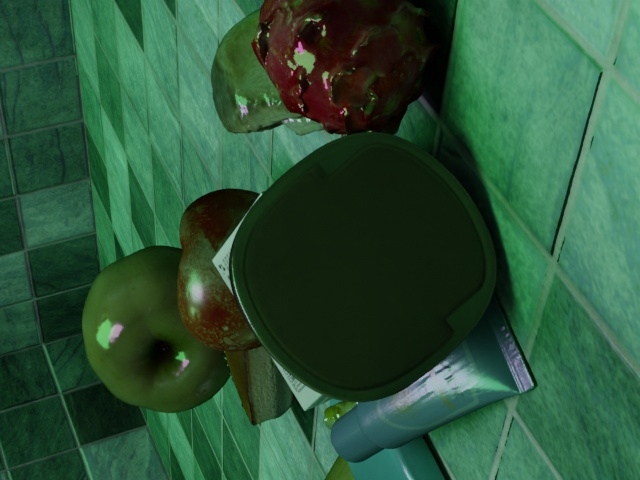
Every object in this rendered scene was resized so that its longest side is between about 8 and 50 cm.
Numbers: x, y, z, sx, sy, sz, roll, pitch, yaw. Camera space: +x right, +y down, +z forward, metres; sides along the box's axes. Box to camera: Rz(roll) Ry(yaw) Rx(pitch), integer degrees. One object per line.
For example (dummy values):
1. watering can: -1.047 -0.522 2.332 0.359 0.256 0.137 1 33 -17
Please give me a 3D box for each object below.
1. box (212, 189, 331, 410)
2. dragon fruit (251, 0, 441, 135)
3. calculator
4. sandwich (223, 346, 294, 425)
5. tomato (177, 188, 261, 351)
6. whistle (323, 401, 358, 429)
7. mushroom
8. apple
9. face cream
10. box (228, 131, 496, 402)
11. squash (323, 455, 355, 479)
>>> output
1. box: -0.014 0.073 1.655 0.274 0.116 0.203 57 143 14
2. dragon fruit: 0.017 -0.242 1.355 0.205 0.210 0.268 -67 32 33
3. calculator: 0.093 0.322 1.785 0.386 0.054 0.256 -119 24 -44
4. sandwich: -0.111 0.215 2.179 0.186 0.108 0.220 116 137 -63
5. tomato: -0.122 0.048 1.915 0.270 0.222 0.270 -179 90 -87
6. whistle: 0.079 0.238 1.667 0.198 0.057 0.104 -30 70 49
7. mushroom: -0.069 -0.240 1.632 0.267 0.164 0.190 -158 54 -67
8. apple: -0.326 0.179 2.427 0.357 0.357 0.358 165 90 -71
9. face cream: 0.131 0.193 1.474 0.385 0.086 0.136 -44 61 49
10. box: 0.036 0.031 1.371 0.216 0.300 0.301 169 86 -82
11. squash: 0.071 0.491 2.018 0.204 0.155 0.237 40 -166 -48
